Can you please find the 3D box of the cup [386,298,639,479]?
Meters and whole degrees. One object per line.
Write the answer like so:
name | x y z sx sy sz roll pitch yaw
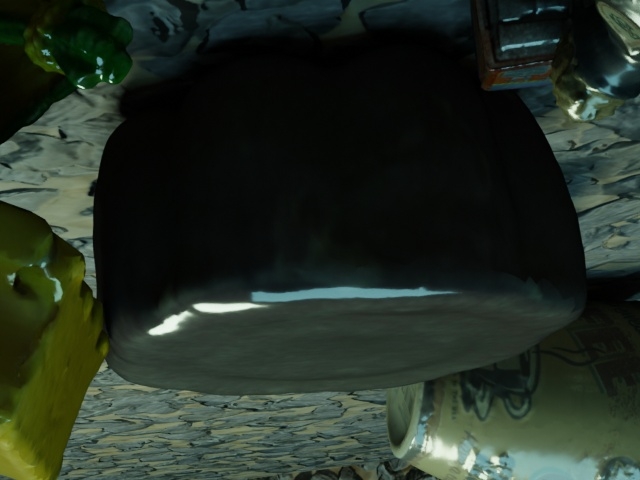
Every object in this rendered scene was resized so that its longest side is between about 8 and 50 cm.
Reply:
cup | 0.198 0.146 1.375 0.257 0.227 0.301 10 -169 -9

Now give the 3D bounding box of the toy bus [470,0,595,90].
toy bus | 0.168 -0.112 0.644 0.192 0.065 0.077 -5 175 -1

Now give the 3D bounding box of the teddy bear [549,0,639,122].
teddy bear | 0.139 -0.107 0.513 0.251 0.129 0.182 33 176 -21

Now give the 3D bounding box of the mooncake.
mooncake | 0.000 0.000 0.800 0.306 0.154 0.306 -6 163 -2

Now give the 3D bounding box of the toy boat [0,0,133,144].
toy boat | -0.149 -0.073 0.604 0.089 0.088 0.229 6 161 -34

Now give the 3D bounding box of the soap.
soap | -0.270 0.014 0.641 0.324 0.096 0.204 19 161 2
